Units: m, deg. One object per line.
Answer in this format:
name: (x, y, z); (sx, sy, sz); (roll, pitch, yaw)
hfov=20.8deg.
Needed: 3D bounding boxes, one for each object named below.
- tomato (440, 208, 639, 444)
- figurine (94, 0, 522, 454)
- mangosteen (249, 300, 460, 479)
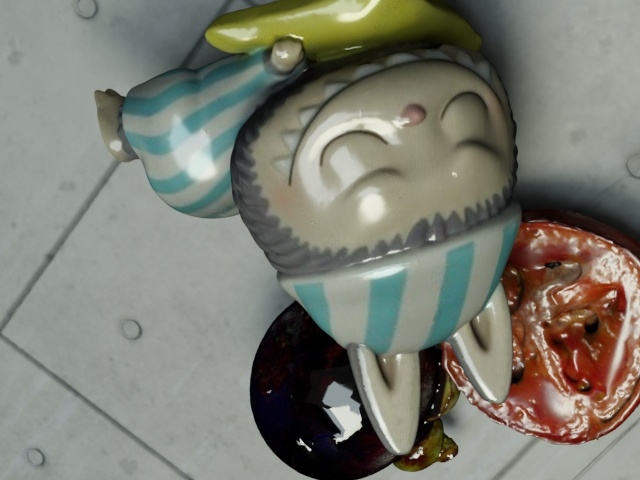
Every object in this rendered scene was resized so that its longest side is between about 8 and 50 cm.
tomato: (0.221, 0.065, 1.612); (0.228, 0.101, 0.228); (7, 111, 19)
figurine: (0.000, 0.000, 1.488); (0.361, 0.266, 0.378); (-17, 75, 37)
mangosteen: (0.044, 0.145, 1.673); (0.230, 0.194, 0.194); (25, 126, -28)
